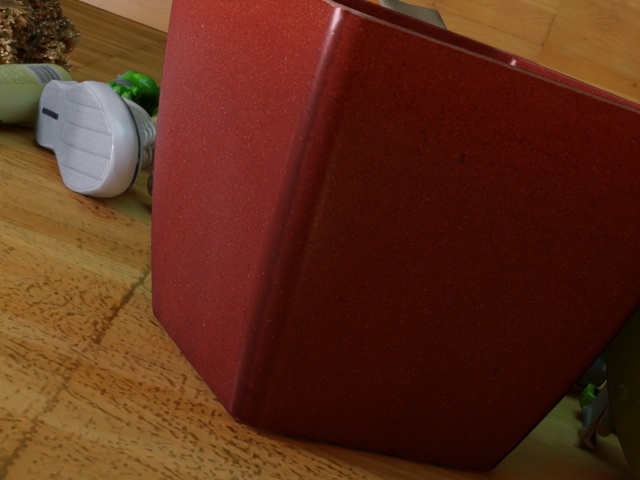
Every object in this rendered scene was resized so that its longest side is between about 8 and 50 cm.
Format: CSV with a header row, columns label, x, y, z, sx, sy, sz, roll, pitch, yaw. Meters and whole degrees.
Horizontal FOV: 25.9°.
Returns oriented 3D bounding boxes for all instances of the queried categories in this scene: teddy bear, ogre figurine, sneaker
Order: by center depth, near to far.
label,x,y,z,sx,sy,sz,roll,pitch,yaw
sneaker,-0.183,-0.094,1.223,0.091,0.094,0.258,11,13,-24
ogre figurine,-0.140,-0.117,1.423,0.197,0.097,0.118,9,22,-18
teddy bear,-0.381,-0.217,1.511,0.245,0.113,0.338,10,20,-15

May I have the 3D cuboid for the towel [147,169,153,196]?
label,x,y,z,sx,sy,sz,roll,pitch,yaw
towel,0.000,0.000,1.225,0.282,0.049,0.187,11,12,-36

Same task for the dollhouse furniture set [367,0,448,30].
label,x,y,z,sx,sy,sz,roll,pitch,yaw
dollhouse furniture set,0.022,-0.168,1.620,0.135,0.262,0.259,9,46,-39

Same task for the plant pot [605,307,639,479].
label,x,y,z,sx,sy,sz,roll,pitch,yaw
plant pot,0.387,0.076,0.878,0.353,0.367,0.366,1,18,-26

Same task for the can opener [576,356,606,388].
label,x,y,z,sx,sy,sz,roll,pitch,yaw
can opener,0.162,0.077,1.057,0.093,0.074,0.280,26,12,22

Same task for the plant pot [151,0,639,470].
label,x,y,z,sx,sy,sz,roll,pitch,yaw
plant pot,0.035,-0.014,0.842,0.267,0.236,0.267,15,13,-27

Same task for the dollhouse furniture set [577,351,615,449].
label,x,y,z,sx,sy,sz,roll,pitch,yaw
dollhouse furniture set,0.233,0.111,1.013,0.058,0.076,0.151,34,15,5

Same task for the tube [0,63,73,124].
label,x,y,z,sx,sy,sz,roll,pitch,yaw
tube,-0.324,-0.134,1.287,0.240,0.070,0.062,-12,78,-63
